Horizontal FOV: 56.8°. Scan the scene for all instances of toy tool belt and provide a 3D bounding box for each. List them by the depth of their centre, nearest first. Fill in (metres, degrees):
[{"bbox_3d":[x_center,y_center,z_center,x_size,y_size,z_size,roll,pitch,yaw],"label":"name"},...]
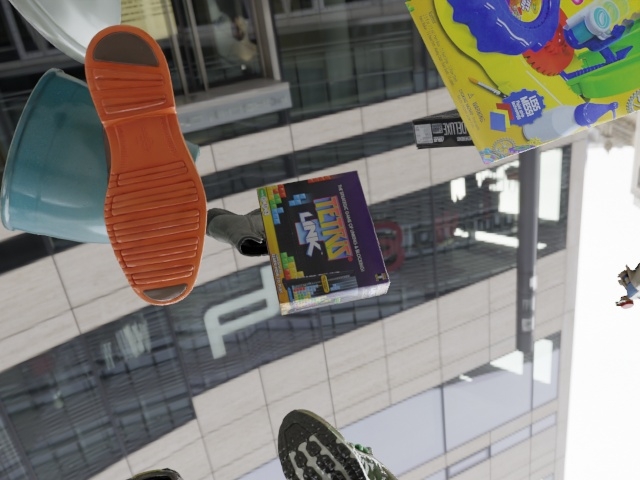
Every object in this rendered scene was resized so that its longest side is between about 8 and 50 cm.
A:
[{"bbox_3d":[0.461,0.059,0.867,0.052,0.083,0.051,6,-128,-11],"label":"toy tool belt"}]

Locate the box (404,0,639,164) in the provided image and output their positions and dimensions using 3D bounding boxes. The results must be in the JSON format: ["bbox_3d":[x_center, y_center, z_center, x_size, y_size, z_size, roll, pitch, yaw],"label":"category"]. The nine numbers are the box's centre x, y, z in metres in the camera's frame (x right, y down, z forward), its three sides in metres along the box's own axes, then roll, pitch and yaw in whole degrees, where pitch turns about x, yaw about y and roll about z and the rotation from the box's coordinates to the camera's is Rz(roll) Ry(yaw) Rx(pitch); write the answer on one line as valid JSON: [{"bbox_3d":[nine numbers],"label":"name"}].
[{"bbox_3d":[0.235,-0.275,0.575,0.279,0.290,0.177,-19,-141,26],"label":"box"}]

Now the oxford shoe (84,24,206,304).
[{"bbox_3d":[-0.230,-0.095,0.812,0.130,0.363,0.133,-7,-171,-13],"label":"oxford shoe"}]

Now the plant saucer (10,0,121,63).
[{"bbox_3d":[-0.394,-0.463,0.867,0.101,0.400,0.400,-24,-156,8],"label":"plant saucer"}]

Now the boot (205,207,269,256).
[{"bbox_3d":[-0.112,-0.005,1.228,0.161,0.083,0.247,29,-160,38],"label":"boot"}]

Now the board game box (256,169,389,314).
[{"bbox_3d":[0.000,0.000,0.777,0.141,0.048,0.170,-12,-115,-5],"label":"board game box"}]

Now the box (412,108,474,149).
[{"bbox_3d":[0.402,-0.275,1.362,0.243,0.076,0.307,-19,-165,-27],"label":"box"}]

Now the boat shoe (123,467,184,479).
[{"bbox_3d":[-0.293,0.374,0.795,0.228,0.068,0.081,-24,-118,-17],"label":"boat shoe"}]

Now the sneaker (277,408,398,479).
[{"bbox_3d":[0.062,0.488,1.244,0.158,0.410,0.182,-38,-167,12],"label":"sneaker"}]

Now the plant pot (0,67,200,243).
[{"bbox_3d":[-0.346,-0.113,0.989,0.255,0.271,0.271,16,-159,-15],"label":"plant pot"}]
